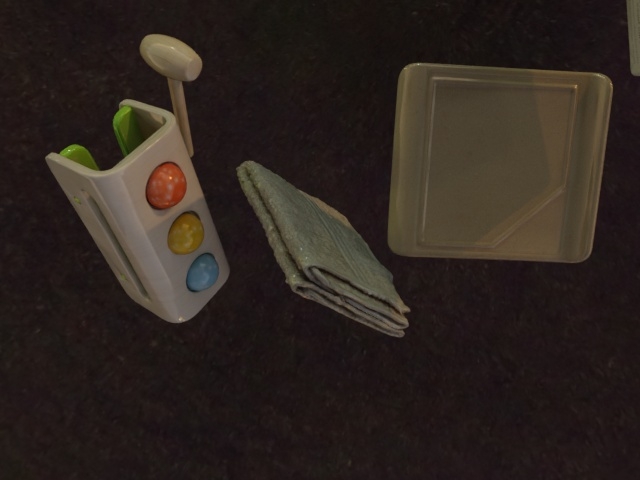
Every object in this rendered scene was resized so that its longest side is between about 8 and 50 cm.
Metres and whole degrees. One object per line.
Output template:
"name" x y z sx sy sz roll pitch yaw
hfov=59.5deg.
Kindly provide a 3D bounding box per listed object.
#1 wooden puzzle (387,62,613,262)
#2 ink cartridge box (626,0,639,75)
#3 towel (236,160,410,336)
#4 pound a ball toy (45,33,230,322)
"wooden puzzle" 0.203 -0.087 0.659 0.238 0.044 0.221 3 99 2
"ink cartridge box" 0.324 -0.241 0.389 0.128 0.307 0.223 -7 103 13
"towel" 0.000 0.000 0.715 0.187 0.282 0.049 30 107 -37
"pound a ball toy" -0.187 -0.066 0.720 0.135 0.208 0.319 23 144 25
